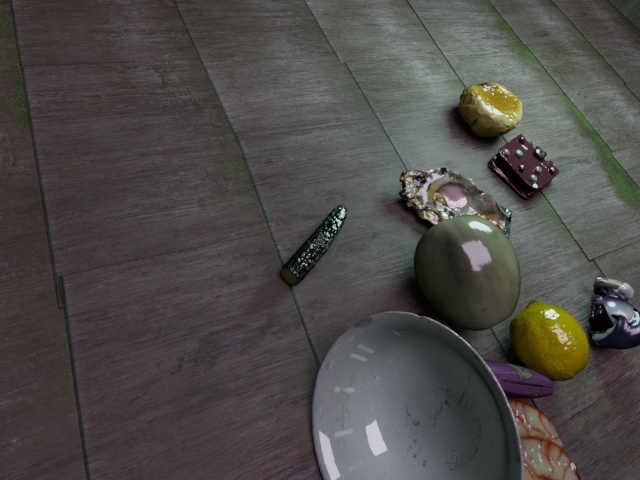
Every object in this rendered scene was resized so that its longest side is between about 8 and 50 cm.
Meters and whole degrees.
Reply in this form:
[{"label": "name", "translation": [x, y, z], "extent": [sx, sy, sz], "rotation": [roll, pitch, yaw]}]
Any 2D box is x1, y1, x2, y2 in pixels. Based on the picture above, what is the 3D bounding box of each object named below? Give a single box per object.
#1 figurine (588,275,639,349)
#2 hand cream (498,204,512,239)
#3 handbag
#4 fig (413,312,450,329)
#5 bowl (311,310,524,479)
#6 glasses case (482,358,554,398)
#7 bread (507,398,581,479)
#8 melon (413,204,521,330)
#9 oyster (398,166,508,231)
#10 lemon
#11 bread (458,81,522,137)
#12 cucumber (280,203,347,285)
[{"label": "figurine", "translation": [0.870, 0.221, 1.186], "extent": [0.145, 0.145, 0.222], "rotation": [30, 57, 0]}, {"label": "hand cream", "translation": [0.566, -0.018, 1.280], "extent": [0.075, 0.052, 0.248], "rotation": [38, 49, -21]}, {"label": "handbag", "translation": [0.733, -0.270, 1.446], "extent": [0.216, 0.074, 0.203], "rotation": [-33, 76, -29]}, {"label": "fig", "translation": [0.240, 0.256, 0.970], "extent": [0.153, 0.144, 0.166], "rotation": [-11, 83, 10]}, {"label": "bowl", "translation": [0.203, 0.363, 0.807], "extent": [0.195, 0.434, 0.436], "rotation": [11, 54, -47]}, {"label": "glasses case", "translation": [0.422, 0.326, 0.954], "extent": [0.316, 0.123, 0.076], "rotation": [18, 76, -30]}, {"label": "bread", "translation": [0.418, 0.527, 0.889], "extent": [0.294, 0.114, 0.328], "rotation": [-5, 65, -19]}, {"label": "melon", "translation": [0.373, 0.075, 1.045], "extent": [0.271, 0.272, 0.309], "rotation": [4, 78, -15]}, {"label": "oyster", "translation": [0.398, -0.115, 1.252], "extent": [0.354, 0.107, 0.201], "rotation": [38, 86, -4]}, {"label": "lemon", "translation": [0.591, 0.264, 1.054], "extent": [0.180, 0.180, 0.193], "rotation": [-22, 102, -26]}, {"label": "bread", "translation": [0.615, -0.478, 1.490], "extent": [0.244, 0.134, 0.245], "rotation": [8, 57, -13]}, {"label": "cucumber", "translation": [0.000, 0.000, 1.079], "extent": [0.067, 0.068, 0.294], "rotation": [37, 56, 5]}]
